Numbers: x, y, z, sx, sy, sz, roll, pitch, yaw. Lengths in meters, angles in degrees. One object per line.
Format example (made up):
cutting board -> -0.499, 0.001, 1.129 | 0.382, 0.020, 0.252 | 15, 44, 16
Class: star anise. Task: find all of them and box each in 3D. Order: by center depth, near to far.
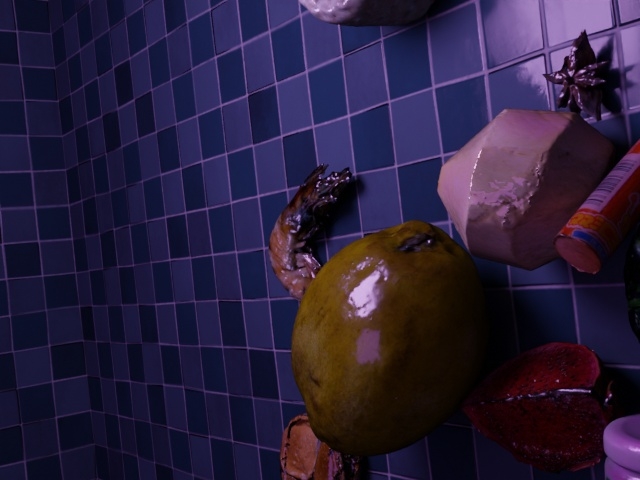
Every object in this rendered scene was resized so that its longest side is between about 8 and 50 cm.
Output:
star anise -> 0.391, -0.231, 1.233 | 0.124, 0.056, 0.129 | -53, 50, 56

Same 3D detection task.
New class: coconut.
coconut -> 0.296, -0.079, 1.214 | 0.259, 0.259, 0.259 | 9, 102, 52

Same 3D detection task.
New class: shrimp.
shrimp -> 0.000, 0.000, 1.779 | 0.233, 0.071, 0.365 | 57, 135, 18

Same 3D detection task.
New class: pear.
pear -> 0.122, 0.171, 1.421 | 0.352, 0.351, 0.413 | 47, 118, 39

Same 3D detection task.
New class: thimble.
thimble -> 0.084, -0.528, 1.491 | 0.291, 0.195, 0.292 | 3, 94, 56

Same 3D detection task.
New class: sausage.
sausage -> 0.414, -0.073, 1.089 | 0.074, 0.274, 0.074 | 39, 161, 16

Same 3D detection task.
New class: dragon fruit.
dragon fruit -> 0.365, 0.248, 1.268 | 0.261, 0.163, 0.189 | -21, 47, 51

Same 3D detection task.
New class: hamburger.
hamburger -> 0.001, 0.477, 1.800 | 0.231, 0.106, 0.231 | 3, 94, 56

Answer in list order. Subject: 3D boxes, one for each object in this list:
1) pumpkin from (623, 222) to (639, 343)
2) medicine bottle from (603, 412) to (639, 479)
pumpkin -> 0.505, 0.063, 0.980 | 0.315, 0.238, 0.315 | 15, 108, 56
medicine bottle -> 0.481, 0.404, 1.073 | 0.212, 0.212, 0.326 | 2, 96, 52
